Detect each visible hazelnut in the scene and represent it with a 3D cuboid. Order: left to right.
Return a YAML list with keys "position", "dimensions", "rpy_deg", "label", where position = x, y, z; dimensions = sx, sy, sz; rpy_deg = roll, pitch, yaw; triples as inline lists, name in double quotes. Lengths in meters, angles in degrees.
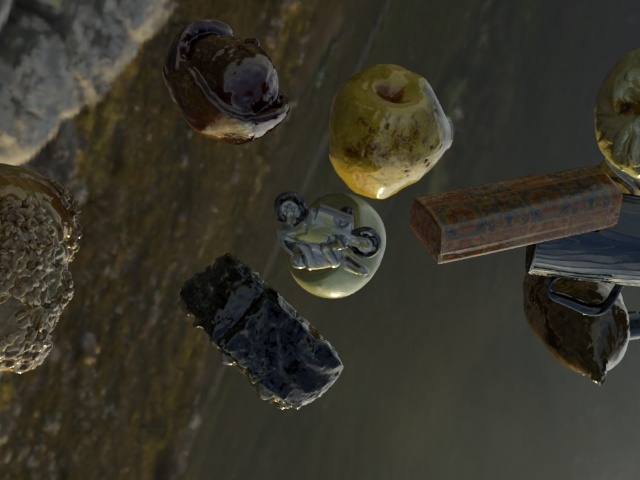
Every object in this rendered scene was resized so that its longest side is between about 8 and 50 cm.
- position: [-0.150, -0.243, 1.675]
  dimensions: [0.201, 0.160, 0.170]
  rpy_deg: [55, 19, -20]
  label: "hazelnut"

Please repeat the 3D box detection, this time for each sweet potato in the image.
- position: [0.410, 0.115, 1.730]
  dimensions: [0.369, 0.158, 0.158]
  rpy_deg: [-85, -170, -77]
  label: "sweet potato"

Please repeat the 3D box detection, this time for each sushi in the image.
- position: [-0.116, 0.186, 2.153]
  dimensions: [0.171, 0.350, 0.211]
  rpy_deg: [-44, -166, -3]
  label: "sushi"

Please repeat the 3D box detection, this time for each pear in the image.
- position: [0.126, -0.217, 2.213]
  dimensions: [0.271, 0.271, 0.271]
  rpy_deg: [19, 90, -77]
  label: "pear"

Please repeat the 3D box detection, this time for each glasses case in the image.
- position: [0.212, -0.033, 1.181]
  dimensions: [0.075, 0.218, 0.049]
  rpy_deg: [-121, -154, -47]
  label: "glasses case"

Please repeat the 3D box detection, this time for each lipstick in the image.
- position: [0.603, 0.143, 1.931]
  dimensions: [0.053, 0.234, 0.053]
  rpy_deg: [175, -90, -73]
  label: "lipstick"

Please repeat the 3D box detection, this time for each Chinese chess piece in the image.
- position: [0.034, 0.010, 2.538]
  dimensions: [0.101, 0.250, 0.250]
  rpy_deg: [31, 75, -41]
  label: "Chinese chess piece"

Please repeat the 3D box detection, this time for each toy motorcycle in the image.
- position: [0.000, 0.000, 2.123]
  dimensions: [0.074, 0.229, 0.151]
  rpy_deg: [-79, -164, -67]
  label: "toy motorcycle"

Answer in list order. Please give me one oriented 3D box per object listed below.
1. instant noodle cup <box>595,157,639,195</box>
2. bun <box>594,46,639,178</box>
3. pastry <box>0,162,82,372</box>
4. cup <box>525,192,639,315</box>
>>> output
- position: [0.619, -0.099, 2.356]
  dimensions: [0.122, 0.151, 0.151]
  rpy_deg: [-54, 176, 27]
  label: "instant noodle cup"
- position: [0.513, -0.209, 1.712]
  dimensions: [0.127, 0.222, 0.222]
  rpy_deg: [21, 88, -40]
  label: "bun"
- position: [-0.379, 0.033, 1.337]
  dimensions: [0.311, 0.162, 0.255]
  rpy_deg: [-99, -170, -77]
  label: "pastry"
- position: [0.321, 0.004, 1.310]
  dimensions: [0.150, 0.138, 0.113]
  rpy_deg: [92, 8, -49]
  label: "cup"
